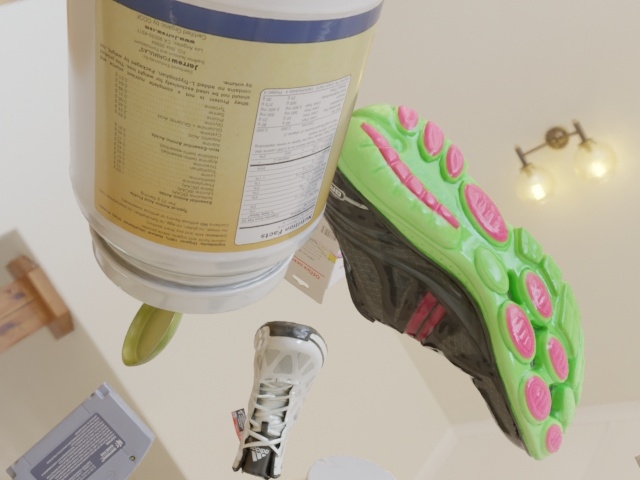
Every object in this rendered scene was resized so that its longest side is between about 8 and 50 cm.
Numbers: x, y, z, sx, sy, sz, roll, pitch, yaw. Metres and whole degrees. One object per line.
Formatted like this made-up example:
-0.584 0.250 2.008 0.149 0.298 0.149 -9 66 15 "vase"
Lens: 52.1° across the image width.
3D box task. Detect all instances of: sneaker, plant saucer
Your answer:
0.158 0.055 0.818 0.185 0.483 0.202 -37 -175 -36 "sneaker"
-0.409 0.210 1.630 0.241 0.037 0.241 -36 -146 28 "plant saucer"
-0.090 0.378 1.443 0.448 0.168 0.258 103 -3 -52 "sneaker"

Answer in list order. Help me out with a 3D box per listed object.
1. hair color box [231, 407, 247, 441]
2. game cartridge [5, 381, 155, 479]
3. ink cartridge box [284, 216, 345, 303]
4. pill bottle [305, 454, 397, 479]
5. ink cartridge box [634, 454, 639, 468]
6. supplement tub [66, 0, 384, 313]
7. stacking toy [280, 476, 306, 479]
-0.231 0.566 1.966 0.043 0.072 0.141 -15 144 -9 "hair color box"
-0.520 0.481 1.447 0.294 0.196 0.060 -41 179 1 "game cartridge"
0.000 0.000 1.134 0.067 0.115 0.198 -29 146 -46 "ink cartridge box"
0.010 0.321 0.616 0.121 0.216 0.121 12 -165 -3 "pill bottle"
0.936 0.576 1.687 0.190 0.139 0.082 -33 -137 19 "ink cartridge box"
-0.089 -0.115 0.542 0.228 0.228 0.316 -38 154 -45 "supplement tub"
0.039 0.925 1.907 0.350 0.480 0.351 -11 157 -5 "stacking toy"
